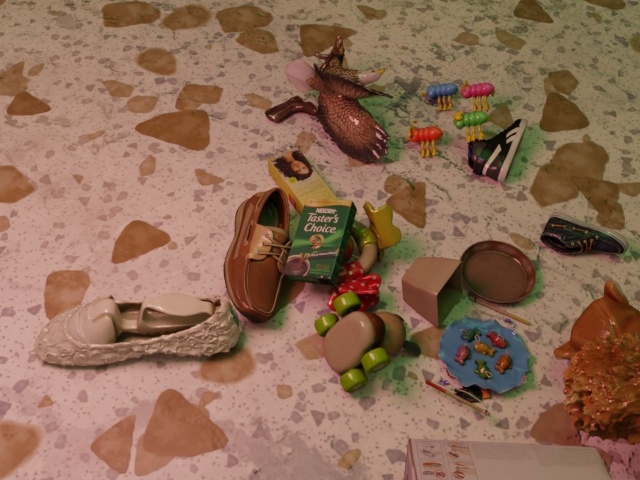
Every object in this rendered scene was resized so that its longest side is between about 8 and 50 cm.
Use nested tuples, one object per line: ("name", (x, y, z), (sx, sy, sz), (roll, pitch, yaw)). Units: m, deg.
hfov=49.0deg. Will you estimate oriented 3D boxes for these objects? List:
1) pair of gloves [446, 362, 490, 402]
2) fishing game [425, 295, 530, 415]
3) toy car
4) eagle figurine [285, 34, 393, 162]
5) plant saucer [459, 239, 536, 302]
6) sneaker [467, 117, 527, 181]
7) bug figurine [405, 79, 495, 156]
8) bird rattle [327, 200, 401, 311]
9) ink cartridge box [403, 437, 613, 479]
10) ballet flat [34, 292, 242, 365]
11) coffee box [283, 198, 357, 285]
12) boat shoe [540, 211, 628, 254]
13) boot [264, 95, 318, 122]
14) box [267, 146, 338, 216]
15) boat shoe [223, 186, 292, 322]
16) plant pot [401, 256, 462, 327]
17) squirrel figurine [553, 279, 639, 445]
("pair of gloves", (0.291, 0.280, 1.387), (0.074, 0.010, 0.083), (-4, 54, -9))
("fishing game", (0.330, 0.223, 1.408), (0.189, 0.041, 0.264), (27, 50, 20))
("toy car", (0.111, 0.195, 1.399), (0.188, 0.149, 0.155), (-1, 54, -40))
("eagle figurine", (0.064, -0.365, 1.730), (0.226, 0.225, 0.298), (23, 40, -36))
("plant saucer", (0.387, 0.073, 1.544), (0.168, 0.029, 0.168), (1, 52, -1))
("sneaker", (0.439, -0.248, 1.768), (0.121, 0.079, 0.217), (21, 54, 14))
("bug figurine", (0.338, -0.337, 1.807), (0.216, 0.072, 0.279), (-4, 44, 30))
("bird rattle", (0.057, 0.037, 1.509), (0.207, 0.143, 0.253), (22, 67, 14))
("ink cartridge box", (0.286, 0.472, 1.131), (0.309, 0.271, 0.130), (3, 21, -1))
("ballet flat", (-0.360, 0.155, 1.381), (0.409, 0.147, 0.147), (-4, 52, -5))
("coffee box", (0.000, 0.000, 1.457), (0.113, 0.040, 0.184), (5, 64, 26))
("boat shoe", (0.593, 0.005, 1.590), (0.183, 0.065, 0.083), (23, 55, 24))
("boot", (-0.078, -0.332, 1.837), (0.114, 0.037, 0.106), (-31, 46, -28))
("box", (-0.035, -0.118, 1.657), (0.087, 0.058, 0.232), (-25, 57, -20))
("boat shoe", (-0.122, 0.014, 1.484), (0.122, 0.120, 0.324), (26, 43, -32))
("plant pot", (0.230, 0.096, 1.476), (0.096, 0.109, 0.109), (22, 53, 29))
("squirrel figurine", (0.586, 0.233, 1.222), (0.397, 0.281, 0.370), (10, 30, -47))
